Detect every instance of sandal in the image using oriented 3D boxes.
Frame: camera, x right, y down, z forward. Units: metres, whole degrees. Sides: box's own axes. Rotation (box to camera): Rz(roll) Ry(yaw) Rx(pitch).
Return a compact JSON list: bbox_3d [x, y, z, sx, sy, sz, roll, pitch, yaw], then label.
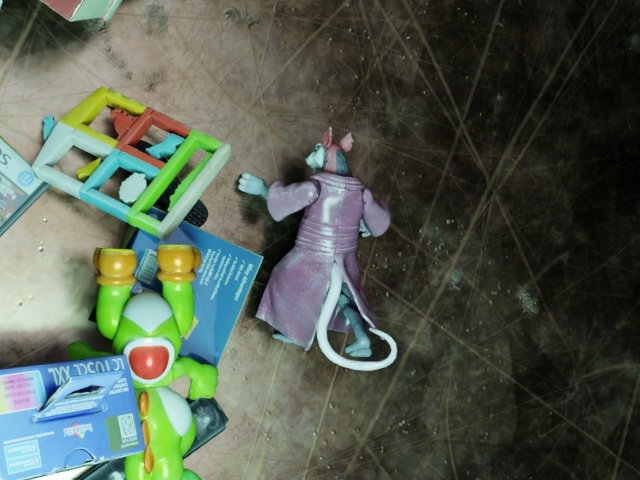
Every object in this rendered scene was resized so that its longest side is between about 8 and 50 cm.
[{"bbox_3d":[-0.260,-0.088,1.920,0.067,0.040,0.179,-45,98,-21],"label":"sandal"}]

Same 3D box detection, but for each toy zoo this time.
[{"bbox_3d":[-0.314,-0.134,1.834,0.293,0.030,0.192,26,61,15],"label":"toy zoo"}]

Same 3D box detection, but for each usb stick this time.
[{"bbox_3d":[-0.278,0.352,1.901,0.278,0.045,0.077,-34,92,-17],"label":"usb stick"}]

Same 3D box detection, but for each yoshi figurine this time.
[{"bbox_3d":[-0.255,0.190,1.739,0.203,0.204,0.362,3,84,-54],"label":"yoshi figurine"}]

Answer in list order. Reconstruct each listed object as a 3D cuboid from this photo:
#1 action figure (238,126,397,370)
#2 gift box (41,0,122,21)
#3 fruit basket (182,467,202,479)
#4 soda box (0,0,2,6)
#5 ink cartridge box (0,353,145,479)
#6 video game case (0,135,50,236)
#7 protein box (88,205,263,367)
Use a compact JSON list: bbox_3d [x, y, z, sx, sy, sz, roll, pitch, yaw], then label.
[{"bbox_3d":[0.000,0.000,1.901,0.248,0.276,0.370,3,101,-13],"label":"action figure"},{"bbox_3d":[-0.342,-0.480,1.686,0.255,0.258,0.276,39,101,-5],"label":"gift box"},{"bbox_3d":[-0.162,0.539,1.770,0.283,0.392,0.392,13,84,-18],"label":"fruit basket"},{"bbox_3d":[-0.550,-0.464,1.816,0.069,0.074,0.216,-10,92,-19],"label":"soda box"},{"bbox_3d":[-0.431,0.261,1.576,0.270,0.395,0.151,-1,76,-57],"label":"ink cartridge box"},{"bbox_3d":[-0.604,-0.076,1.806,0.248,0.035,0.275,45,75,-13],"label":"video game case"},{"bbox_3d":[-0.234,0.077,1.875,0.201,0.136,0.199,25,80,-17],"label":"protein box"}]
